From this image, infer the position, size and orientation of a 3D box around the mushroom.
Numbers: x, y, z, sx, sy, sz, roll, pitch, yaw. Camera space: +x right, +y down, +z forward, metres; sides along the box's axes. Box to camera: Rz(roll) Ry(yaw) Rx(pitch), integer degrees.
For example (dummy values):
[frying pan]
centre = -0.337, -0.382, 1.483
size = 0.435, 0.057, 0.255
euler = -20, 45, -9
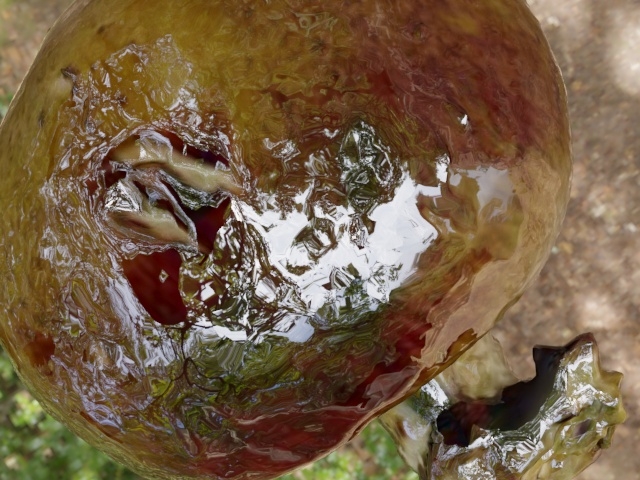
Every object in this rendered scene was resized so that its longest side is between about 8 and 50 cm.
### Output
[mushroom]
centre = 0.007, -0.016, 0.668
size = 0.331, 0.356, 0.334
euler = -55, 46, 27
